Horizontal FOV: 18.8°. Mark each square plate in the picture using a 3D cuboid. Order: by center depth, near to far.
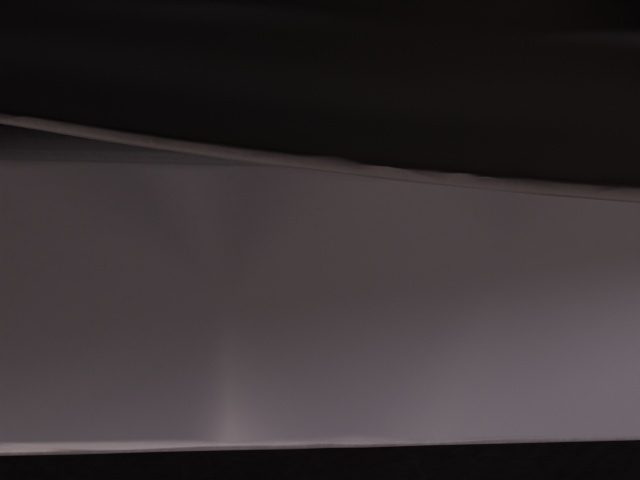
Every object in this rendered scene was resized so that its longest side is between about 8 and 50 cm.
[{"bbox_3d":[0.086,-0.051,0.606,0.344,0.049,0.347,8,-172,29],"label":"square plate"}]

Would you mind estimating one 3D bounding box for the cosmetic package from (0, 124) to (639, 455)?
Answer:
[{"bbox_3d":[0.000,0.000,0.714,0.377,0.097,0.284,1,-170,-19],"label":"cosmetic package"}]
